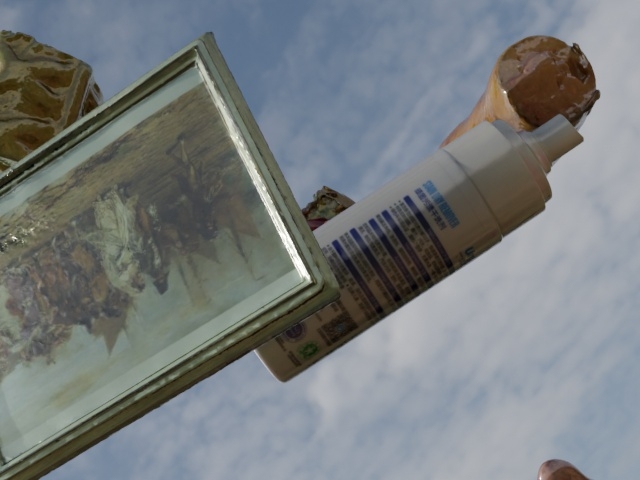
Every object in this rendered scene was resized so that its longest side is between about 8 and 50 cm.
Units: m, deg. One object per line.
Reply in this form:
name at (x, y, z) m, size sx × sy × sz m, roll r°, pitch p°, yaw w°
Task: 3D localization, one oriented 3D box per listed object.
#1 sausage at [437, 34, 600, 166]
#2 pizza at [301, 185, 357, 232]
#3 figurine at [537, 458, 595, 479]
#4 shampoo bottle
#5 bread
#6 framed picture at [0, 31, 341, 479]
sausage at (0.180, -0.101, 0.997) m, size 0.109 × 0.109 × 0.270 m, roll -35°, pitch -9°, yaw -20°
pizza at (0.000, 0.000, 1.643) m, size 0.193 × 0.201 × 0.053 m, roll -28°, pitch -34°, yaw -20°
figurine at (0.343, 0.328, 0.871) m, size 0.421 × 0.193 × 0.154 m, roll 29°, pitch -100°, yaw -25°
shampoo bottle at (0.072, -0.007, 0.812) m, size 0.303 × 0.092 × 0.092 m, roll -34°, pitch -31°, yaw 0°
bread at (-0.460, -0.175, 1.648) m, size 0.196 × 0.238 × 0.252 m, roll -44°, pitch 24°, yaw 54°
framed picture at (-0.143, 0.014, 0.672) m, size 0.274 × 0.217 × 0.017 m, roll -33°, pitch -22°, yaw 10°
